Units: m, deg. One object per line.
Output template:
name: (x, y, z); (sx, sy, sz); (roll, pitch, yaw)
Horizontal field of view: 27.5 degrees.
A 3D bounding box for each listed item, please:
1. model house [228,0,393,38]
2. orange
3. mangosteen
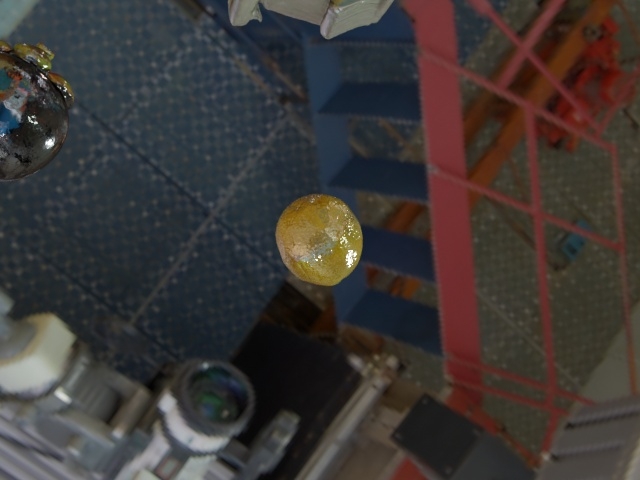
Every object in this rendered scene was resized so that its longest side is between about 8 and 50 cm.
model house: (0.010, -0.314, 1.294); (0.122, 0.188, 0.229); (86, 14, -84)
orange: (0.000, 0.000, 1.298); (0.085, 0.095, 0.085); (-21, -150, 13)
mangosteen: (-0.304, -0.137, 1.271); (0.137, 0.137, 0.151); (-17, -141, 46)
